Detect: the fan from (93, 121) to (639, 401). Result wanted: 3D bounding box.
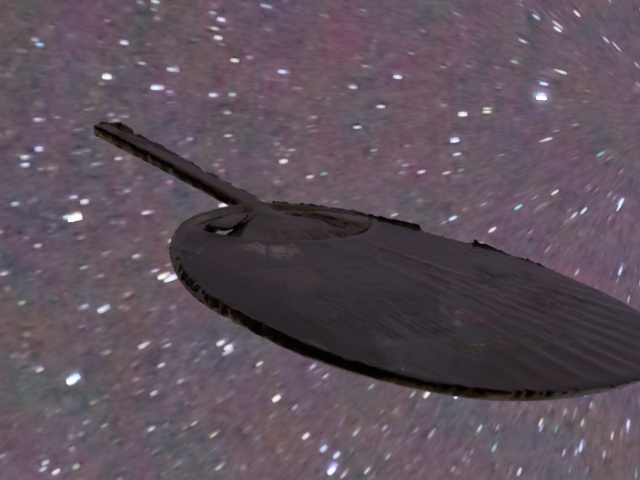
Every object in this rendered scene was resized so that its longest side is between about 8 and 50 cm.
[{"bbox_3d":[0.033,0.008,0.677,0.223,0.294,0.012,8,-73,-21],"label":"fan"}]
